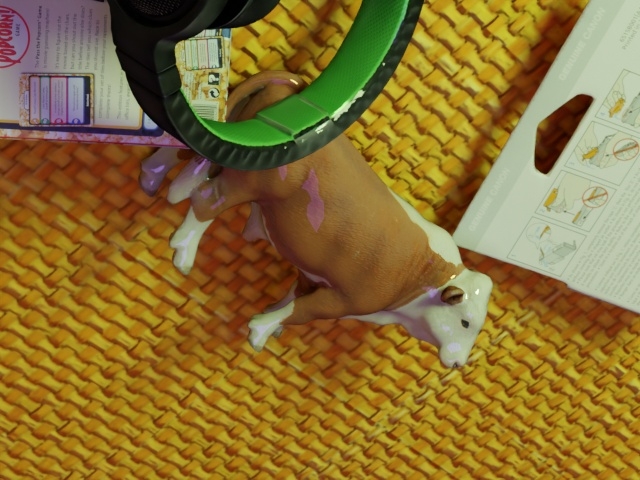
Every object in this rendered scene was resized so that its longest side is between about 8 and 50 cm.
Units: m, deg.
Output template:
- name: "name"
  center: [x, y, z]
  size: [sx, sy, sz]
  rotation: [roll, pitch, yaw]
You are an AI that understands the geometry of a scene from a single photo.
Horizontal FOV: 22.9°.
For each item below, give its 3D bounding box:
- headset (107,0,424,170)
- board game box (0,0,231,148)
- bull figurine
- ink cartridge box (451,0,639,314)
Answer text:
- name: "headset"
  center: [-0.050, -0.237, 1.042]
  size: [0.243, 0.185, 0.394]
  rotation: [-32, 137, -28]
- name: "board game box"
  center: [-0.161, -0.142, 1.126]
  size: [0.193, 0.045, 0.147]
  rotation: [3, 99, -14]
- name: "bull figurine"
  center: [0.000, 0.000, 1.269]
  size: [0.188, 0.101, 0.310]
  rotation: [-31, 116, 15]
- name: "ink cartridge box"
  center: [0.268, -0.073, 1.305]
  size: [0.239, 0.060, 0.275]
  rotation: [20, 122, -13]
